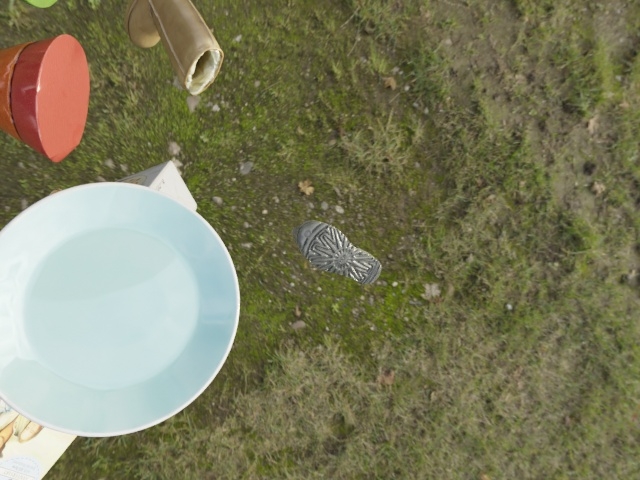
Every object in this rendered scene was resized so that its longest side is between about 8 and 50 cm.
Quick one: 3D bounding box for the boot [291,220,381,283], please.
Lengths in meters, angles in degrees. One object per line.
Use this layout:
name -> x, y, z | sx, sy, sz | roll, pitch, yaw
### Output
boot -> -0.002, 0.001, 0.884 | 0.190, 0.208, 0.076 | 36, 92, -31

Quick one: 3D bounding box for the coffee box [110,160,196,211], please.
coffee box -> -0.347, -0.026, 0.787 | 0.247, 0.141, 0.098 | -16, 119, 14

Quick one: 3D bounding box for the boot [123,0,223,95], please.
boot -> -0.318, -0.417, 1.017 | 0.089, 0.236, 0.269 | -17, 72, -36

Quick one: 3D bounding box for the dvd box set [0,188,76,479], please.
dvd box set -> -0.387, 0.183, 0.585 | 0.062, 0.307, 0.420 | 22, 56, 21

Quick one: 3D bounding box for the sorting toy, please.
sorting toy -> -0.281, -0.239, 0.384 | 0.126, 0.127, 0.365 | 8, 128, -7

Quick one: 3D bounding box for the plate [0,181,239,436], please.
plate -> -0.154, 0.049, 0.368 | 0.188, 0.024, 0.188 | 5, 81, -32
